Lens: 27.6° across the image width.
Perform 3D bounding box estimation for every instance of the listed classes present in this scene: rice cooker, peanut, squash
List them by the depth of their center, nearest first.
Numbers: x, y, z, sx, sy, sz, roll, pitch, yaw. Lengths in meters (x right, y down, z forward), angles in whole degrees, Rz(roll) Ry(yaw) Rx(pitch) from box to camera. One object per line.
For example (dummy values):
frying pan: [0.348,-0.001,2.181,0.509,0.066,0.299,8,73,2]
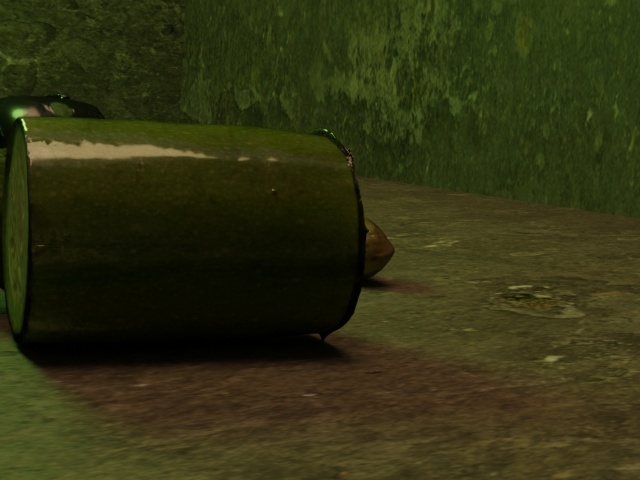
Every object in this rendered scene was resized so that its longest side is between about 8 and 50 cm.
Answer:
squash: [-0.166,-0.010,1.522,0.384,0.263,0.263,0,9,-22]
peanut: [0.000,0.000,2.090,0.274,0.111,0.125,10,14,42]
rice cooker: [-0.562,-0.171,2.603,0.224,0.267,0.267,-5,12,-35]

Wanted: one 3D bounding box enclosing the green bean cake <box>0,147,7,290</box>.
green bean cake: [-0.371,-0.021,1.693,0.214,0.113,0.200,44,26,1]
